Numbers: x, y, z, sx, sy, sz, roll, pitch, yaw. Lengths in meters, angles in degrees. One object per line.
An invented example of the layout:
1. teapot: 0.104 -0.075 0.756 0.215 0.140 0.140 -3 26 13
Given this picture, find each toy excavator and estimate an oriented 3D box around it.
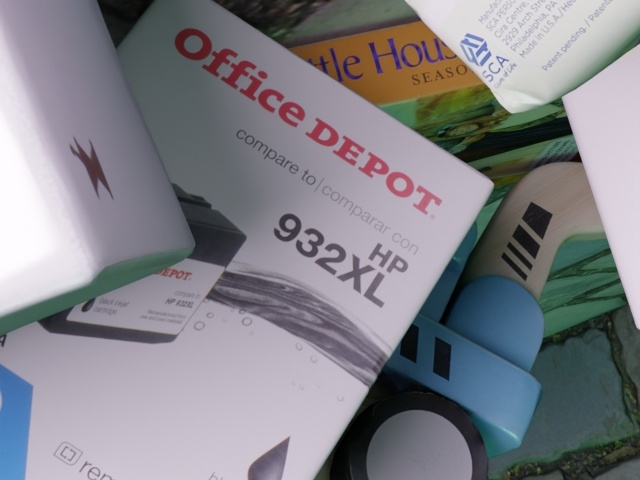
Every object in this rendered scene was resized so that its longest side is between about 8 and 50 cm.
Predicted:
1. toy excavator: 0.115 0.046 1.125 0.433 0.445 0.222 28 159 -6

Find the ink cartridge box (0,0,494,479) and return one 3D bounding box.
1. ink cartridge box: -0.080 0.044 0.775 0.307 0.223 0.129 -56 178 -19

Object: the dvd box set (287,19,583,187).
1. dvd box set: 0.053 -0.084 1.068 0.421 0.062 0.307 -13 166 -13

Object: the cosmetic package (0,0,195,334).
1. cosmetic package: -0.298 -0.013 0.450 0.453 0.230 0.161 -21 179 5

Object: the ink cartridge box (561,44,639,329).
1. ink cartridge box: 0.219 -0.113 0.665 0.201 0.278 0.117 -22 165 27

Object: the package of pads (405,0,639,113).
1. package of pads: 0.165 -0.187 0.414 0.296 0.101 0.229 -37 171 -40
